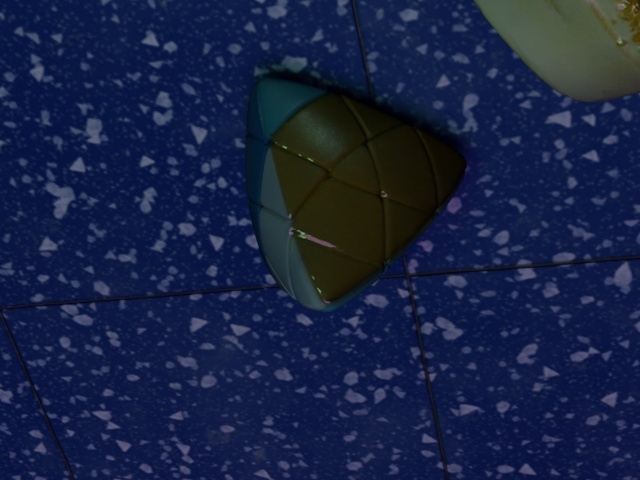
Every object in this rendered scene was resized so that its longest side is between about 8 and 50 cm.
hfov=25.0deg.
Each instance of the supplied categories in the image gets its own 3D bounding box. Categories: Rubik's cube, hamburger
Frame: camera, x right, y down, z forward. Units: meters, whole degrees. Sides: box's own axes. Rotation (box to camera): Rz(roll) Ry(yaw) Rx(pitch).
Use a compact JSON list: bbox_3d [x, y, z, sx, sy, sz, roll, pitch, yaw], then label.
[{"bbox_3d":[0.000,0.000,1.491,0.254,0.254,0.254,3,130,4],"label":"Rubik's cube"},{"bbox_3d":[0.240,-0.257,1.207,0.179,0.276,0.294,-26,128,38],"label":"hamburger"}]
